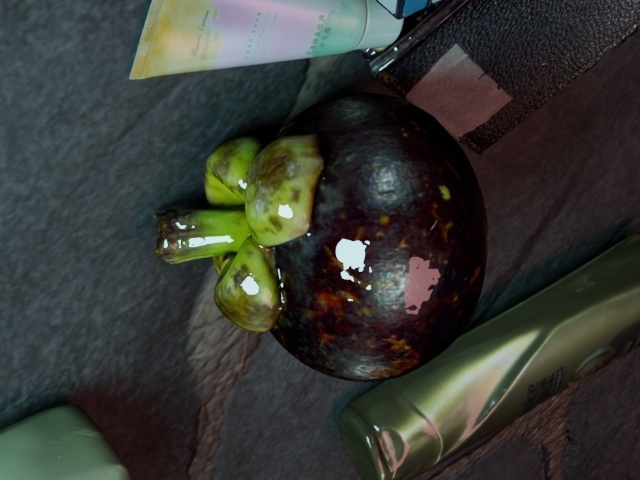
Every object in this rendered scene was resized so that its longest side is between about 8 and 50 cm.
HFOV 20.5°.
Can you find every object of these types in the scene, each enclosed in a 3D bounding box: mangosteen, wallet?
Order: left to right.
[{"bbox_3d":[0.000,0.000,1.162,0.217,0.192,0.192,-5,137,-14],"label":"mangosteen"},{"bbox_3d":[0.160,-0.185,1.231,0.262,0.071,0.221,-46,155,9],"label":"wallet"}]

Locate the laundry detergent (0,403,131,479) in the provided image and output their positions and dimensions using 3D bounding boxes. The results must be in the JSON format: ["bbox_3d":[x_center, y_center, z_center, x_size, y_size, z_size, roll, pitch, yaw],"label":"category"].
[{"bbox_3d":[-0.250,0.225,1.210,0.253,0.091,0.181,-31,153,-21],"label":"laundry detergent"}]

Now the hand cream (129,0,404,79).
[{"bbox_3d":[-0.032,-0.135,1.083,0.174,0.047,0.076,-8,136,-33],"label":"hand cream"}]

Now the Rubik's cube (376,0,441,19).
[{"bbox_3d":[0.057,-0.204,1.047,0.092,0.092,0.092,-27,146,-27],"label":"Rubik's cube"}]

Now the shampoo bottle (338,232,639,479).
[{"bbox_3d":[0.172,0.109,1.576,0.350,0.084,0.125,-27,147,-26],"label":"shampoo bottle"}]
